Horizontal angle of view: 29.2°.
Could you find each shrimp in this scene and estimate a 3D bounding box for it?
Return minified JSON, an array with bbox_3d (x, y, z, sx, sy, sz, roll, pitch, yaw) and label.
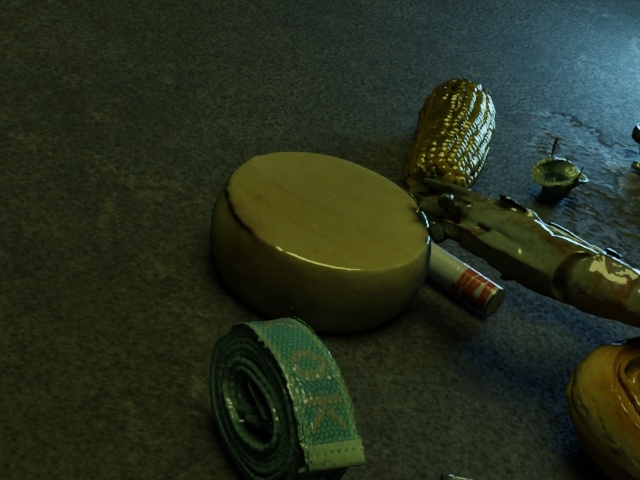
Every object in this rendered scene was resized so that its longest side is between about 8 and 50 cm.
[{"bbox_3d":[0.259,0.017,1.334,0.360,0.085,0.247,25,10,23],"label":"shrimp"}]

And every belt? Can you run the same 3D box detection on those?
[{"bbox_3d":[-0.033,0.147,1.094,0.082,0.147,0.163,-2,64,-31],"label":"belt"}]

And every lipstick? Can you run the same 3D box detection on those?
[{"bbox_3d":[0.155,0.039,1.443,0.130,0.038,0.038,35,36,29],"label":"lipstick"}]

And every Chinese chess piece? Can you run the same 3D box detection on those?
[{"bbox_3d":[0.000,0.000,1.383,0.250,0.097,0.251,11,32,-7],"label":"Chinese chess piece"}]

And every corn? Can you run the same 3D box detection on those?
[{"bbox_3d":[0.179,-0.136,1.670,0.115,0.115,0.318,17,31,3],"label":"corn"}]

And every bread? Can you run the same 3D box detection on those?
[{"bbox_3d":[0.361,0.178,1.236,0.236,0.120,0.198,-6,38,-32],"label":"bread"}]

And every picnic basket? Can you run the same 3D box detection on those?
[{"bbox_3d":[0.333,-0.092,1.691,0.083,0.083,0.065,-5,42,-26],"label":"picnic basket"}]

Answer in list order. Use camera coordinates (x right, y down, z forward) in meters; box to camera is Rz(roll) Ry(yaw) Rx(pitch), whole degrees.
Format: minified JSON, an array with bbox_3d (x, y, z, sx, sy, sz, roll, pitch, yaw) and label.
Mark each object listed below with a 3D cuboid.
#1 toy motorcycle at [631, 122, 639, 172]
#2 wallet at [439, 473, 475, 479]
[{"bbox_3d":[0.531,-0.117,1.834,0.106,0.074,0.190,18,29,-15],"label":"toy motorcycle"},{"bbox_3d":[0.205,0.268,1.118,0.196,0.020,0.103,13,31,-4],"label":"wallet"}]
